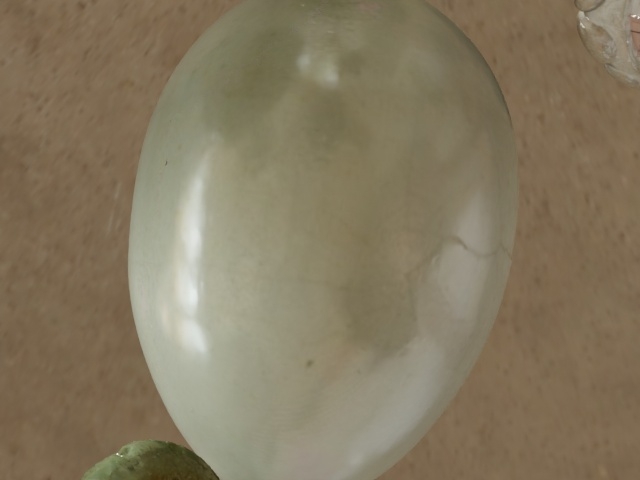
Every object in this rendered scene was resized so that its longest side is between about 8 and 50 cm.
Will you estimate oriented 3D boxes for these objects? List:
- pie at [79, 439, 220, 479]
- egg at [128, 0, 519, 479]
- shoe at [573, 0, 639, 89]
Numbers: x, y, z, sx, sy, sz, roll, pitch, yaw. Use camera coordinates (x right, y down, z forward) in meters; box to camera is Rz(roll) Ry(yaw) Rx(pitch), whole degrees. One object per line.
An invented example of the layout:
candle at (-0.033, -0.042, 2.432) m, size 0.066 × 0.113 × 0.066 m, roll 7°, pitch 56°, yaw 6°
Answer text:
pie at (-0.035, 0.087, 0.411) m, size 0.021 × 0.084 × 0.084 m, roll -13°, pitch 108°, yaw 27°
egg at (0.000, 0.000, 0.707) m, size 0.151 × 0.151 × 0.209 m, roll 9°, pitch 89°, yaw -1°
shoe at (0.271, -0.206, 1.138) m, size 0.198 × 0.351 × 0.172 m, roll 19°, pitch 67°, yaw 27°
